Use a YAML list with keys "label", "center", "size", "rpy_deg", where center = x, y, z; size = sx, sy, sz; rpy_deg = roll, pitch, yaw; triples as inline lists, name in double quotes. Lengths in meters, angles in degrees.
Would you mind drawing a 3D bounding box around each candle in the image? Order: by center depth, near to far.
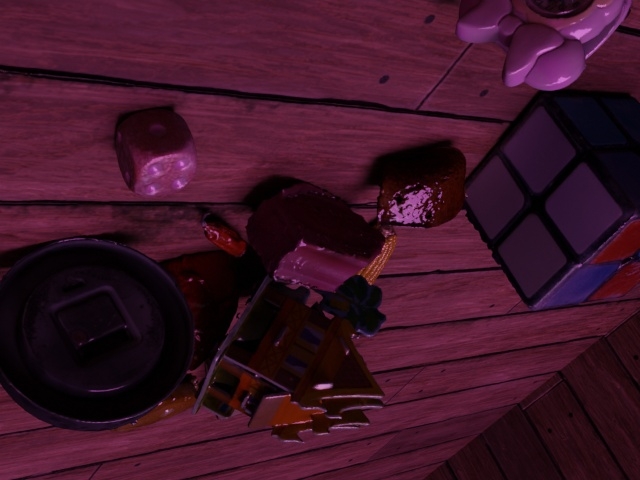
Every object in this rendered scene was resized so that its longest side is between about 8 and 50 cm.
- label: "candle"
  center: [-0.168, -0.011, 1.547]
  size: [0.053, 0.048, 0.162]
  rpy_deg: [11, 168, 18]

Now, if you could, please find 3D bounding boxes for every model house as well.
- label: "model house"
  center: [-0.020, 0.214, 1.670]
  size: [0.358, 0.312, 0.242]
  rpy_deg: [-60, 180, -42]

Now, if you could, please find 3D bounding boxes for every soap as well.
- label: "soap"
  center: [0.000, 0.000, 1.579]
  size: [0.112, 0.182, 0.289]
  rpy_deg: [-43, 144, 23]

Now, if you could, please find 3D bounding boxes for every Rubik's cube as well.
- label: "Rubik's cube"
  center: [0.522, -0.080, 1.771]
  size: [0.318, 0.316, 0.313]
  rpy_deg: [-5, 144, -38]

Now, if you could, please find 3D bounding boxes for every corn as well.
- label: "corn"
  center: [0.109, 0.034, 1.856]
  size: [0.067, 0.067, 0.206]
  rpy_deg: [-15, 150, -24]

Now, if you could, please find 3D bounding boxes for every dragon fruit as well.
- label: "dragon fruit"
  center: [-0.293, 0.156, 1.611]
  size: [0.317, 0.152, 0.205]
  rpy_deg: [-40, 149, 22]

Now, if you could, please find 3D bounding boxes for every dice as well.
- label: "dice"
  center: [-0.230, -0.122, 1.249]
  size: [0.093, 0.094, 0.091]
  rpy_deg: [-14, 146, -24]

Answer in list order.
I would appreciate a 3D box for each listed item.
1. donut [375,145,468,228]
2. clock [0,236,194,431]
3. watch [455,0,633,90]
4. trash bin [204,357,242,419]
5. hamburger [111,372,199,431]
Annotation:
- label: "donut"
  center: [0.194, -0.096, 1.648]
  size: [0.186, 0.144, 0.126]
  rpy_deg: [1, 127, -2]
- label: "clock"
  center: [-0.349, 0.142, 1.365]
  size: [0.312, 0.313, 0.061]
  rpy_deg: [-11, 154, -30]
- label: "watch"
  center: [0.352, -0.319, 1.356]
  size: [0.248, 0.211, 0.217]
  rpy_deg: [-40, 160, 5]
- label: "trash bin"
  center: [-0.135, 0.303, 2.050]
  size: [0.247, 0.121, 0.243]
  rpy_deg: [-17, 151, -13]
- label: "hamburger"
  center: [-0.359, 0.317, 1.862]
  size: [0.189, 0.122, 0.215]
  rpy_deg: [-39, 155, 33]
